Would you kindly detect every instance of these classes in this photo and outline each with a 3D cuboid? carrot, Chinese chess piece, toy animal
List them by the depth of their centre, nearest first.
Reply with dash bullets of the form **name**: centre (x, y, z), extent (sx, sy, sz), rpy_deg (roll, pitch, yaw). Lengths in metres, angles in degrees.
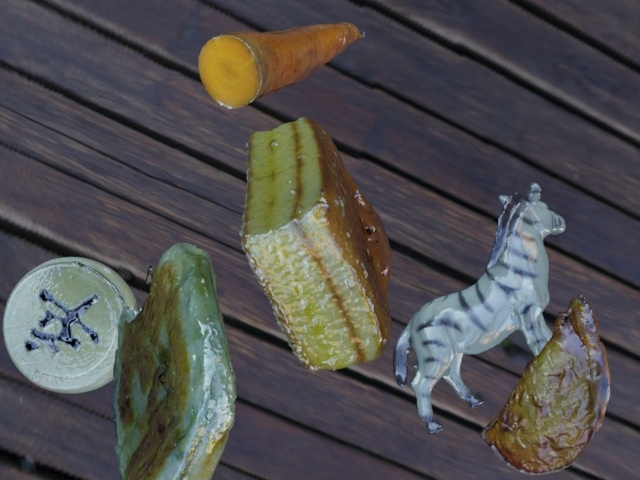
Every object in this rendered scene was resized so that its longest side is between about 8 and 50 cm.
- **carrot**: centre (-0.021, -0.154, 1.017), extent (0.057, 0.224, 0.057), rpy_deg (8, 110, 24)
- **toy animal**: centre (0.157, 0.064, 1.194), extent (0.216, 0.073, 0.176), rpy_deg (-27, 91, -1)
- **Chinese chess piece**: centre (-0.342, 0.117, 1.741), extent (0.188, 0.083, 0.188), rpy_deg (0, 88, 3)

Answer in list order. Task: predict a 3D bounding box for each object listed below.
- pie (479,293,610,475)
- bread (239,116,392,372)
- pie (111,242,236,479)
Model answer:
- **pie**: centre (0.198, 0.140, 1.076), extent (0.033, 0.088, 0.191), rpy_deg (-16, 143, -41)
- **bread**: centre (0.000, 0.000, 1.267), extent (0.110, 0.234, 0.184), rpy_deg (-19, 119, 9)
- **pie**: centre (-0.164, 0.149, 1.367), extent (0.066, 0.302, 0.303), rpy_deg (11, 93, -27)
